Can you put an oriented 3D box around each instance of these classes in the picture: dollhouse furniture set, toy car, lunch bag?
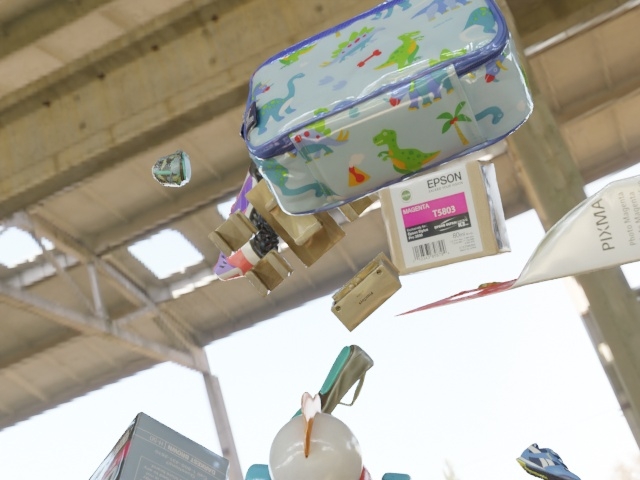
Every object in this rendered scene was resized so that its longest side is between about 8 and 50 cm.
[{"bbox_3d":[0.000,0.000,1.303,0.212,0.242,0.161,-41,1,5],"label":"dollhouse furniture set"},{"bbox_3d":[-0.001,0.279,1.093,0.219,0.210,0.238,2,-67,9],"label":"toy car"},{"bbox_3d":[0.046,-0.121,0.710,0.218,0.176,0.090,-21,-58,15],"label":"lunch bag"}]

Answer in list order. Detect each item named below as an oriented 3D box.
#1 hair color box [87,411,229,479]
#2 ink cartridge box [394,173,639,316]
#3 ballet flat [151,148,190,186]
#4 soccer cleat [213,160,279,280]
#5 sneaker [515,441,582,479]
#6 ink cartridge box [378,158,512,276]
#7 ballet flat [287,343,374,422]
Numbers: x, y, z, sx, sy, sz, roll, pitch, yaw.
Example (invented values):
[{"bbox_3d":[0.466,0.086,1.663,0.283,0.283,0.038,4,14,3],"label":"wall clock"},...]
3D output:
[{"bbox_3d":[-0.185,0.336,0.750,0.113,0.374,0.185,33,-71,-15],"label":"hair color box"},{"bbox_3d":[0.179,-0.006,0.596,0.232,0.066,0.189,-10,-2,24],"label":"ink cartridge box"},{"bbox_3d":[-0.269,-0.129,1.606,0.070,0.070,0.188,-17,5,-4],"label":"ballet flat"},{"bbox_3d":[-0.133,-0.053,1.700,0.116,0.318,0.108,-29,-57,26],"label":"soccer cleat"},{"bbox_3d":[0.427,0.414,1.650,0.059,0.144,0.053,-45,-56,-20],"label":"sneaker"},{"bbox_3d":[0.249,-0.042,1.819,0.234,0.193,0.088,-16,-6,32],"label":"ink cartridge box"},{"bbox_3d":[0.015,0.271,1.475,0.213,0.068,0.072,-54,16,-5],"label":"ballet flat"}]
